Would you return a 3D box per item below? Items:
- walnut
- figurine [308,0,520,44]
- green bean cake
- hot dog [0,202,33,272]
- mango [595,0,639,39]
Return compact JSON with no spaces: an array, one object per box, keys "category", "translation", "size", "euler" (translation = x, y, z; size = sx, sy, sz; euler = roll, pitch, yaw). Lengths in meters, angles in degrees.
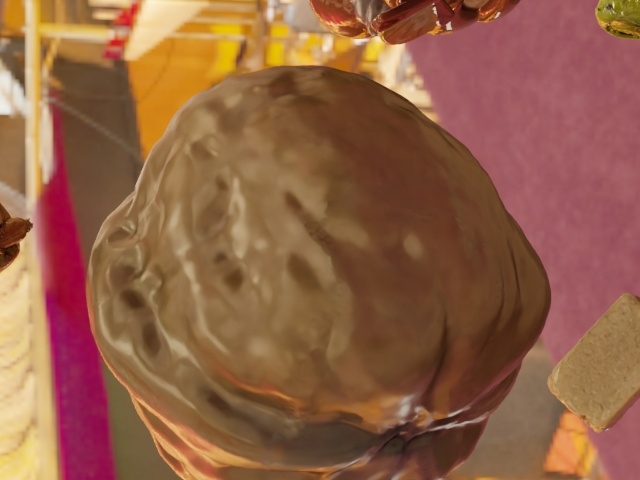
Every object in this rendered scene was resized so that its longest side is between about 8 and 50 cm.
[{"category":"walnut","translation":[-0.007,0.029,0.706],"size":[0.248,0.248,0.248],"euler":[179,90,-73]},{"category":"figurine","translation":[0.118,-0.340,1.397],"size":[0.276,0.248,0.388],"euler":[-51,-9,1]},{"category":"green bean cake","translation":[0.409,0.168,1.777],"size":[0.109,0.085,0.179],"euler":[46,104,20]},{"category":"hot dog","translation":[-0.446,0.028,1.470],"size":[0.076,0.249,0.102],"euler":[45,159,60]},{"category":"mango","translation":[0.463,-0.316,1.803],"size":[0.091,0.165,0.074],"euler":[-174,93,-71]}]
